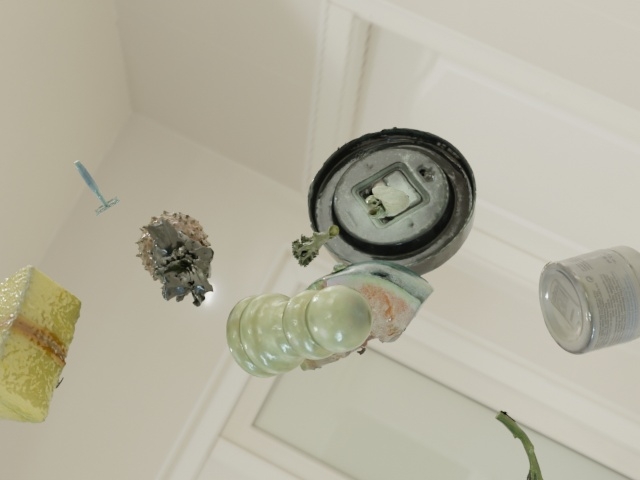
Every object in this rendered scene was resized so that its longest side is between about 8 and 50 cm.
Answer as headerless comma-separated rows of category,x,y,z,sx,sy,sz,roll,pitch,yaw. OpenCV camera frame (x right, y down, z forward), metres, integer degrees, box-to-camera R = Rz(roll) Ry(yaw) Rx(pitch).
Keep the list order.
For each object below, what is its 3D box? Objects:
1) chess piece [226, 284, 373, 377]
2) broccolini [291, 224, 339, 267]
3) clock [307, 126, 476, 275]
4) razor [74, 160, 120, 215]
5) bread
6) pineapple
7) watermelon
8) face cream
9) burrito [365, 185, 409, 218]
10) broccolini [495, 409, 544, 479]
chess piece,-0.023,0.137,1.565,0.251,0.144,0.144,-18,31,48
broccolini,0.001,0.002,1.988,0.216,0.058,0.067,148,130,-64
clock,0.164,-0.084,2.216,0.386,0.386,0.076,-60,-25,-22
razor,-0.536,-0.130,2.297,0.068,0.135,0.040,-33,21,-7
bread,-0.494,0.167,1.578,0.142,0.178,0.266,114,164,-46
pineapple,-0.273,0.032,1.823,0.141,0.170,0.310,-30,19,-3
watermelon,0.075,0.106,1.888,0.321,0.175,0.188,-23,15,31
face cream,0.502,0.108,1.771,0.153,0.177,0.177,-11,-34,-18
burrito,0.114,-0.066,1.783,0.118,0.074,0.044,-40,-36,-59
broccolini,0.396,0.486,2.011,0.123,0.271,0.062,-19,-2,-16
